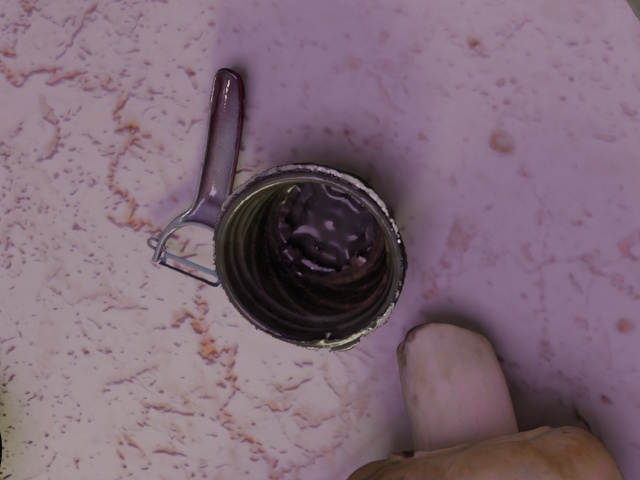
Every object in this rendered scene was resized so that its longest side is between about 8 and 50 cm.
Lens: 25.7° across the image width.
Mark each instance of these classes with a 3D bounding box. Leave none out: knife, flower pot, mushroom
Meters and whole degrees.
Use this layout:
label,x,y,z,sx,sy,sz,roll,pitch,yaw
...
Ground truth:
label,x,y,z,sx,sy,sz,roll,pitch,yaw
knife,-0.137,-0.086,1.716,0.123,0.053,0.277,19,114,13
flower pot,0.000,0.000,1.661,0.236,0.140,0.235,6,114,14
mushroom,0.194,0.310,1.664,0.325,0.353,0.353,28,117,-18

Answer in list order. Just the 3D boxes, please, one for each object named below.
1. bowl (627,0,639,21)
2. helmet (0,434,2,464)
label,x,y,z,sx,sy,sz,roll,pitch,yaw
bowl,0.456,-0.303,1.403,0.337,0.157,0.337,5,111,13
helmet,-0.531,0.278,1.913,0.231,0.160,0.278,1,126,15
